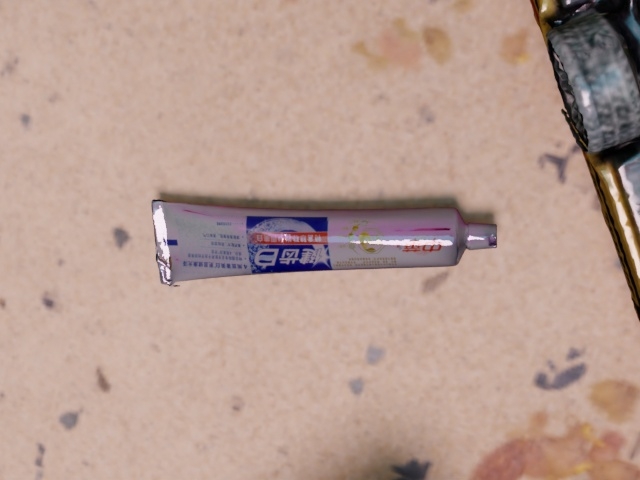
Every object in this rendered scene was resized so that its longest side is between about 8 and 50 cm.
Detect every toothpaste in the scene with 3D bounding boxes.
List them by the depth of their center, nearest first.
[{"bbox_3d":[0.000,0.000,0.452,0.169,0.028,0.045,-1,108,10],"label":"toothpaste"}]

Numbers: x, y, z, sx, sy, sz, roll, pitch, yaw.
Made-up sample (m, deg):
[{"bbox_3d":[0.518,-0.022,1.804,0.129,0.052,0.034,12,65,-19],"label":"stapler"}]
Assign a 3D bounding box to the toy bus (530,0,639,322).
[{"bbox_3d":[0.171,-0.016,0.376,0.121,0.123,0.336,-20,99,10],"label":"toy bus"}]
